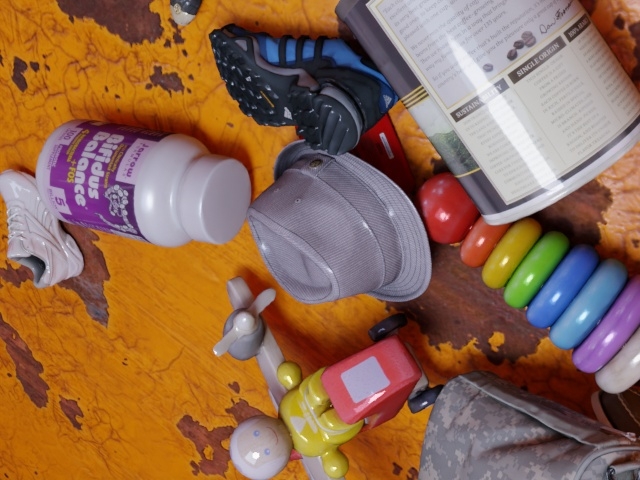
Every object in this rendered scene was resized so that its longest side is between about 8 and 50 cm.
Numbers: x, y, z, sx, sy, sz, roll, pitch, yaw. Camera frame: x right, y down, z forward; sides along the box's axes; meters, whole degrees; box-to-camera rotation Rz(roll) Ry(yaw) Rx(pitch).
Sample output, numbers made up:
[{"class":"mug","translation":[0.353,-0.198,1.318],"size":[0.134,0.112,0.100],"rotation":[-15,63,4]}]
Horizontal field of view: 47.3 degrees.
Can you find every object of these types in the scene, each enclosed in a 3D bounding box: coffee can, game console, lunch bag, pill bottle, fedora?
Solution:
[{"class":"coffee can","translation":[0.174,-0.183,0.744],"size":[0.201,0.201,0.275],"rotation":[-32,97,39]},{"class":"game console","translation":[0.045,-0.116,0.988],"size":[0.124,0.085,0.144],"rotation":[-24,104,6]},{"class":"lunch bag","translation":[0.260,0.313,0.884],"size":[0.305,0.212,0.256],"rotation":[-161,62,-64]},{"class":"pill bottle","translation":[-0.261,-0.083,1.094],"size":[0.301,0.169,0.169],"rotation":[12,121,26]},{"class":"fedora","translation":[0.000,0.000,0.952],"size":[0.275,0.124,0.244],"rotation":[32,146,38]}]

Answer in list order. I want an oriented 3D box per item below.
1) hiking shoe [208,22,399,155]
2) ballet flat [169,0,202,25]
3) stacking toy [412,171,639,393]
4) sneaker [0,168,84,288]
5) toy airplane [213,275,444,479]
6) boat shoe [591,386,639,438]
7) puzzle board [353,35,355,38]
[{"class":"hiking shoe","translation":[-0.023,-0.207,0.927],"size":[0.304,0.132,0.113],"rotation":[38,151,36]},{"class":"ballet flat","translation":[-0.182,-0.369,0.966],"size":[0.057,0.049,0.173],"rotation":[26,126,19]},{"class":"stacking toy","translation":[0.252,0.028,0.870],"size":[0.330,0.141,0.141],"rotation":[38,129,15]},{"class":"sneaker","translation":[-0.530,-0.018,1.330],"size":[0.090,0.115,0.232],"rotation":[-20,103,37]},{"class":"toy airplane","translation":[-0.029,0.273,1.075],"size":[0.386,0.272,0.385],"rotation":[19,115,43]},{"class":"boat shoe","translation":[0.467,0.271,0.881],"size":[0.305,0.109,0.091],"rotation":[41,125,3]},{"class":"puzzle board","translation":[0.088,-0.293,0.865],"size":[0.128,0.011,0.097],"rotation":[2,116,30]}]
